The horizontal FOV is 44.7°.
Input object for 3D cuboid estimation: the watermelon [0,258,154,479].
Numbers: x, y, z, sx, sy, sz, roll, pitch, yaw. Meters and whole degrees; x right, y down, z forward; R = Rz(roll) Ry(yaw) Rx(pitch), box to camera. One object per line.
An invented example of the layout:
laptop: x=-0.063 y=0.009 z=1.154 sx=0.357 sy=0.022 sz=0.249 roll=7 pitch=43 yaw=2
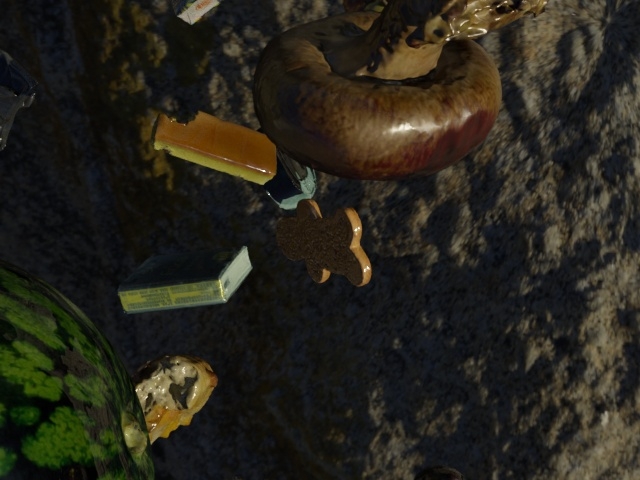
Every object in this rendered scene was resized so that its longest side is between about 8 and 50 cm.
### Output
watermelon: x=-0.228 y=0.141 z=0.409 sx=0.285 sy=0.285 sz=0.285 roll=5 pitch=107 yaw=19

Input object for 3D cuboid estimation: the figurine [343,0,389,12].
figurine: x=0.168 y=-0.376 z=1.212 sx=0.205 sy=0.381 sz=0.224 roll=26 pitch=110 yaw=-21

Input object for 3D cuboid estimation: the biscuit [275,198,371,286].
biscuit: x=0.001 y=0.000 z=1.457 sx=0.250 sy=0.036 sz=0.165 roll=4 pitch=109 yaw=51

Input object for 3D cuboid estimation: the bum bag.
bum bag: x=-0.654 y=-0.283 z=1.569 sx=0.123 sy=0.060 sz=0.248 roll=44 pitch=128 yaw=-5

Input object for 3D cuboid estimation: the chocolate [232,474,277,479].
chocolate: x=-0.101 y=0.529 z=0.968 sx=0.162 sy=0.162 sz=0.445 roll=10 pitch=66 yaw=18

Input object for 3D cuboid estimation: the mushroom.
mushroom: x=0.072 y=-0.228 z=1.003 sx=0.334 sy=0.331 sz=0.356 roll=47 pitch=162 yaw=37

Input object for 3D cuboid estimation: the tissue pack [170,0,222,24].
tissue pack: x=-0.241 y=-0.503 z=1.481 sx=0.109 sy=0.060 sz=0.148 roll=-31 pitch=67 yaw=24

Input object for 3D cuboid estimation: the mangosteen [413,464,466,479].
mangosteen: x=0.248 y=0.543 z=1.625 sx=0.137 sy=0.151 sz=0.137 roll=3 pitch=97 yaw=22

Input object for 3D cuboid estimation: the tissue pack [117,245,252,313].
tissue pack: x=-0.307 y=0.091 z=1.783 sx=0.257 sy=0.185 sz=0.081 roll=-7 pitch=110 yaw=18

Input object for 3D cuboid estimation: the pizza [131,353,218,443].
pizza: x=-0.146 y=0.149 z=0.608 sx=0.062 sy=0.161 sz=0.182 roll=53 pitch=143 yaw=5

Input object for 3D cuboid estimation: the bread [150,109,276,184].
bread: x=-0.182 y=-0.167 z=1.338 sx=0.049 sy=0.226 sz=0.088 roll=-34 pitch=47 yaw=48

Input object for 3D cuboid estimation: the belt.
belt: x=-0.084 y=-0.162 z=1.712 sx=0.078 sy=0.151 sz=0.198 roll=-32 pitch=74 yaw=23
